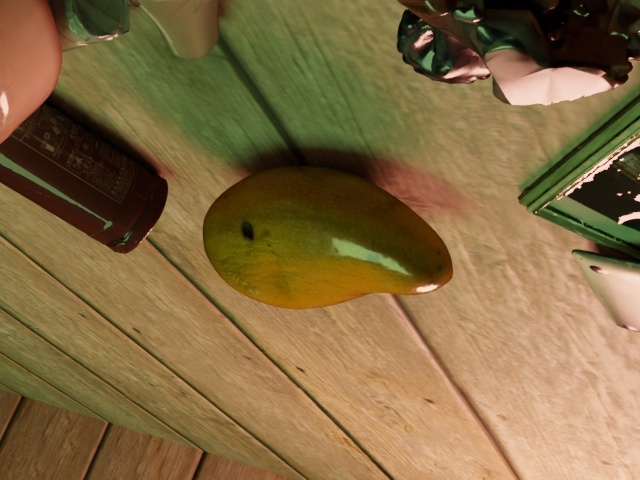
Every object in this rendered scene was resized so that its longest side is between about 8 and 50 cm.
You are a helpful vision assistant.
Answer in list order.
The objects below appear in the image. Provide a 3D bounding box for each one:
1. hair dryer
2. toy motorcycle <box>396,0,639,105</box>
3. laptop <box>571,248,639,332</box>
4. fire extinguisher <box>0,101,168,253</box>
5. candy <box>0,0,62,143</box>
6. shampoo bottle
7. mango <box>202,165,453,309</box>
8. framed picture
[{"bbox_3d":[-0.137,-0.194,0.667,0.225,0.088,0.219,26,167,26],"label":"hair dryer"},{"bbox_3d":[0.125,-0.131,0.538,0.212,0.084,0.118,-3,148,32],"label":"toy motorcycle"},{"bbox_3d":[0.353,0.070,0.843,0.269,0.015,0.187,14,164,33],"label":"laptop"},{"bbox_3d":[-0.284,-0.093,1.011,0.269,0.104,0.105,34,156,-29],"label":"fire extinguisher"},{"bbox_3d":[-0.306,-0.177,0.745,0.255,0.094,0.255,24,145,18],"label":"candy"},{"bbox_3d":[-0.240,-0.176,0.820,0.212,0.049,0.072,1,137,42],"label":"shampoo bottle"},{"bbox_3d":[0.001,-0.004,0.931,0.262,0.109,0.157,-2,139,37],"label":"mango"},{"bbox_3d":[0.316,-0.005,0.743,0.293,0.018,0.231,24,159,-5],"label":"framed picture"}]
